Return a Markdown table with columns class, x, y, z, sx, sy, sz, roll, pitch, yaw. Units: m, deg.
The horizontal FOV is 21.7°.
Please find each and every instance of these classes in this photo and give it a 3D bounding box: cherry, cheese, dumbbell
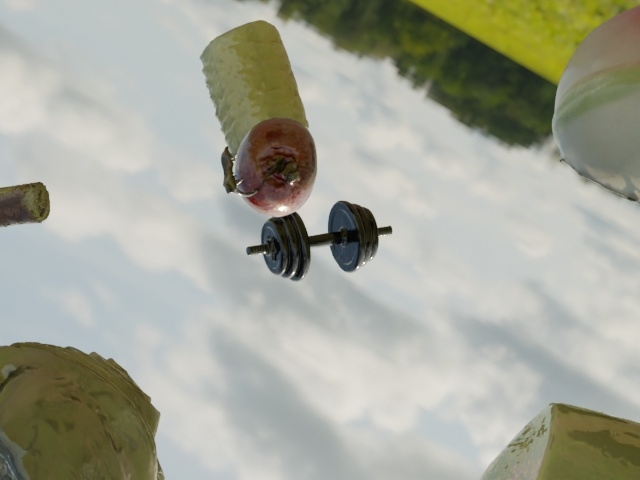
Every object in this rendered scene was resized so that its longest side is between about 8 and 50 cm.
| class | x | y | z | sx | sy | sz | roll | pitch | yaw |
| --- | --- | --- | --- | --- | --- | --- | --- | --- | --- |
| cherry | -0.055 | -0.083 | 1.748 | 0.090 | 0.107 | 0.225 | 18 | 179 | 12 |
| cheese | -0.086 | -0.193 | 2.192 | 0.094 | 0.123 | 0.167 | 3 | -119 | -47 |
| dumbbell | 0.000 | 0.000 | 2.195 | 0.208 | 0.099 | 0.099 | -8 | -154 | -24 |

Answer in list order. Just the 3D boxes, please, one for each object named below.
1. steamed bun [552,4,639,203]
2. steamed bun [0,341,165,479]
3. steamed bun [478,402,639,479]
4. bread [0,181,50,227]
| class | x | y | z | sx | sy | sz | roll | pitch | yaw |
| --- | --- | --- | --- | --- | --- | --- | --- | --- | --- |
| steamed bun | 0.471 | -0.205 | 2.219 | 0.309 | 0.309 | 0.309 | 29 | -172 | -5 |
| steamed bun | -0.306 | 0.270 | 2.071 | 0.310 | 0.219 | 0.324 | 39 | 151 | 42 |
| steamed bun | 0.290 | 0.291 | 1.816 | 0.225 | 0.200 | 0.170 | 18 | -150 | -10 |
| bread | -0.339 | -0.040 | 1.879 | 0.083 | 0.047 | 0.036 | -5 | -176 | 41 |
